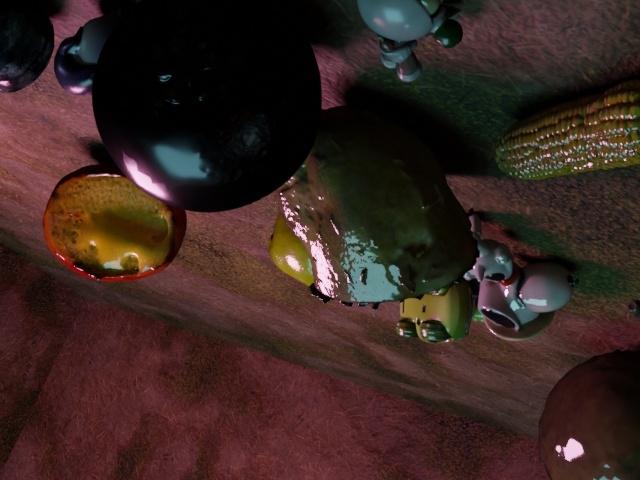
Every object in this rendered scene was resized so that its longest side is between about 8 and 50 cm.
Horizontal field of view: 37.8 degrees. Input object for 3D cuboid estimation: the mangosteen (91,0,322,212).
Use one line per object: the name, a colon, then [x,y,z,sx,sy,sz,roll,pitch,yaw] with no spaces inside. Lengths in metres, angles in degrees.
mangosteen: [-0.151,-0.179,1.206,0.297,0.296,0.313,29,165,-20]

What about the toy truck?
toy truck: [0.259,0.139,1.953,0.211,0.148,0.187,4,179,-44]

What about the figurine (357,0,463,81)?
figurine: [0.094,-0.251,1.024,0.147,0.093,0.197,41,177,19]

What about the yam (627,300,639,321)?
yam: [0.640,0.169,1.739,0.234,0.029,0.027,33,-172,-35]

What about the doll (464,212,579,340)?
doll: [0.315,0.063,1.670,0.271,0.144,0.208,24,143,-15]

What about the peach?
peach: [-0.446,-0.032,2.067,0.338,0.281,0.281,18,165,46]

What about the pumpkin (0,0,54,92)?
pumpkin: [-0.531,-0.327,1.449,0.233,0.163,0.233,15,172,2]

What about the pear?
pear: [0.000,0.000,1.740,0.220,0.187,0.187,6,157,32]

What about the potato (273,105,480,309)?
potato: [0.067,-0.079,1.360,0.289,0.300,0.237,-8,126,16]

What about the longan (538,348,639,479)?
longan: [0.628,0.396,1.866,0.391,0.391,0.391,20,163,6]

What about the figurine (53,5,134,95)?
figurine: [-0.287,-0.263,1.376,0.222,0.145,0.145,7,158,28]

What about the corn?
corn: [0.312,-0.123,1.116,0.101,0.101,0.292,29,161,-22]
